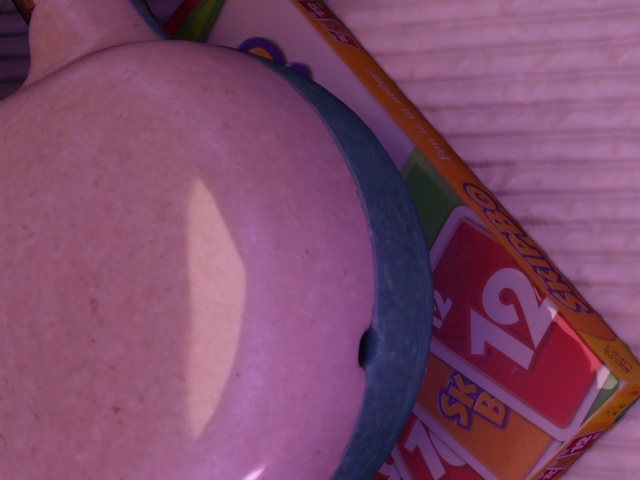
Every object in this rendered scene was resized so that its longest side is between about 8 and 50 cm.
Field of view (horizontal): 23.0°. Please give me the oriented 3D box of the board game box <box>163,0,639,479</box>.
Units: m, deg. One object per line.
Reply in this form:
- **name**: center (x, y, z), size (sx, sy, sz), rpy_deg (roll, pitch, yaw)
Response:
- **board game box**: center (0.000, 0.000, 0.616), size (0.124, 0.039, 0.259), rpy_deg (-49, 61, 22)

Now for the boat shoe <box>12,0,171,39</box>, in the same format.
- **boat shoe**: center (-0.115, -0.165, 0.660), size (0.095, 0.095, 0.257), rpy_deg (-33, 64, -5)

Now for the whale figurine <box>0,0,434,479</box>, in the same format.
- **whale figurine**: center (-0.079, 0.016, 0.567), size (0.272, 0.141, 0.216), rpy_deg (7, 93, 38)
